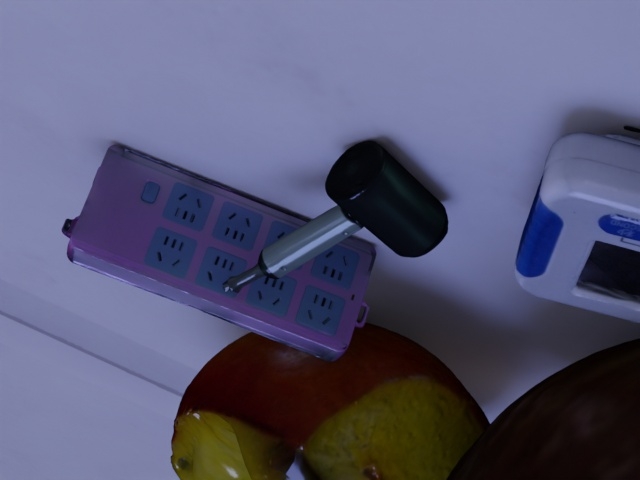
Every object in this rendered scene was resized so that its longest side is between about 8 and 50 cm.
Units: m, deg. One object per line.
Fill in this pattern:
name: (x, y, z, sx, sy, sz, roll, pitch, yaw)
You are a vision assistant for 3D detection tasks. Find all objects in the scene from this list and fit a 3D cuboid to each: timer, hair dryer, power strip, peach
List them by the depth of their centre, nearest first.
timer: (0.279, 0.004, 1.008, 0.253, 0.078, 0.178, 15, 153, 5)
hair dryer: (0.000, 0.000, 1.123, 0.197, 0.057, 0.100, -28, 131, 24)
power strip: (-0.083, 0.012, 1.195, 0.279, 0.109, 0.037, 22, 155, -7)
peach: (0.019, 0.202, 1.348, 0.306, 0.242, 0.380, 44, 162, -4)

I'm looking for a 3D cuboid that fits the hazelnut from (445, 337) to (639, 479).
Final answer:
hazelnut: (0.278, 0.263, 1.106, 0.421, 0.421, 0.353, -3, 133, 34)
